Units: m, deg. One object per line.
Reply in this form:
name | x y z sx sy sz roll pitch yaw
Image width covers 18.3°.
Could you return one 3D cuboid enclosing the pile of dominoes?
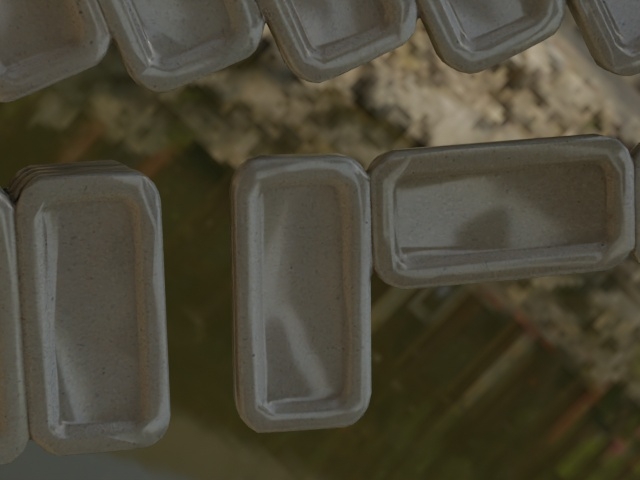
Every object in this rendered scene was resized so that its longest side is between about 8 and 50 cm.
pile of dominoes | 0.000 0.000 0.430 0.251 0.196 0.040 -4 10 -13
